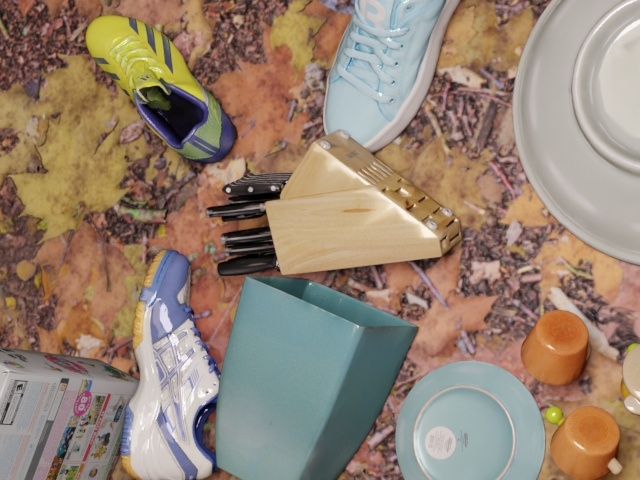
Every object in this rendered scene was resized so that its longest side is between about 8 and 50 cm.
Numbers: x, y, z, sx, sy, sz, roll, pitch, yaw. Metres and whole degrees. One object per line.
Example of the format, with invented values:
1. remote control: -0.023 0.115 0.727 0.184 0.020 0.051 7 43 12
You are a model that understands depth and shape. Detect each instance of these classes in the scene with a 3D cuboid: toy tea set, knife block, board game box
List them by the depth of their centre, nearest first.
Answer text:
1. toy tea set: 0.331 0.226 1.594 0.200 0.124 0.336 -7 56 -9
2. knife block: 0.000 0.000 1.788 0.276 0.088 0.242 37 116 10
3. board game box: -0.364 0.255 1.807 0.098 0.303 0.224 22 91 27

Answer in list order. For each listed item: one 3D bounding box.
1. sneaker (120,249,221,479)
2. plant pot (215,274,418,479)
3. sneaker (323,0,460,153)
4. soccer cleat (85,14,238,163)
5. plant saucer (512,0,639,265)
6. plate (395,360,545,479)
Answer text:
1. sneaker: -0.171 0.161 1.858 0.131 0.112 0.296 3 85 8
2. plant pot: -0.022 0.181 1.743 0.166 0.166 0.234 23 98 26
3. sneaker: 0.078 -0.274 1.752 0.135 0.150 0.365 31 105 29
4. soccer cleat: -0.221 -0.212 1.914 0.093 0.121 0.289 -49 65 11
5. plant saucer: 0.396 -0.169 1.628 0.401 0.100 0.400 -4 81 25
6. plate: 0.171 0.234 1.713 0.188 0.024 0.188 -4 81 24
